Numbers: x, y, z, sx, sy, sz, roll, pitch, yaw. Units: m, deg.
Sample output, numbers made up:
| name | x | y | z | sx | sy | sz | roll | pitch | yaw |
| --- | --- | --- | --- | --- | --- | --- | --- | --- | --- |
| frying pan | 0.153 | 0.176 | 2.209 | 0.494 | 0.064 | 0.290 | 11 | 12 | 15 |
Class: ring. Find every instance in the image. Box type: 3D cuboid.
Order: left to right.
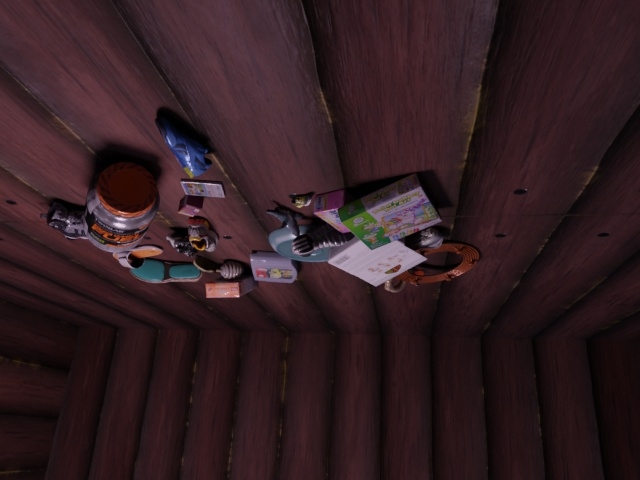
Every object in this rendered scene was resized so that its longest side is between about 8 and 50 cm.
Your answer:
| name | x | y | z | sx | sy | sz | roll | pitch | yaw |
| --- | --- | --- | --- | --- | --- | --- | --- | --- | --- |
| ring | 0.447 | 0.100 | 1.953 | 0.336 | 0.032 | 0.337 | -4 | 151 | -2 |

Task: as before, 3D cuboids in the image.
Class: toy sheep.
| name | x | y | z | sx | sy | sz | roll | pitch | yaw |
| --- | --- | --- | --- | --- | --- | --- | --- | --- | --- |
| toy sheep | -0.389 | 0.130 | 2.175 | 0.132 | 0.091 | 0.091 | -5 | 166 | -34 |

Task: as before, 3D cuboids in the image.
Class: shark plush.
| name | x | y | z | sx | sy | sz | roll | pitch | yaw |
| --- | --- | --- | --- | --- | --- | --- | --- | --- | --- |
| shark plush | -0.112 | -0.068 | 1.647 | 0.073 | 0.067 | 0.161 | -5 | 157 | 22 |

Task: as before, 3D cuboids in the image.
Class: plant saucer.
| name | x | y | z | sx | sy | sz | roll | pitch | yaw |
| --- | --- | --- | --- | --- | --- | --- | --- | --- | --- |
| plant saucer | -0.042 | 0.022 | 1.904 | 0.317 | 0.044 | 0.318 | 4 | 159 | 1 |

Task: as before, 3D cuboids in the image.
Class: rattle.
| name | x | y | z | sx | sy | sz | roll | pitch | yaw |
| --- | --- | --- | --- | --- | --- | --- | --- | --- | --- |
| rattle | 0.317 | 0.145 | 2.130 | 0.199 | 0.130 | 0.142 | -14 | -175 | -39 |

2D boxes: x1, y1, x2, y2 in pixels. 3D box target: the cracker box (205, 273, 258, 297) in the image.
| name | x | y | z | sx | sy | sz | roll | pitch | yaw |
| --- | --- | --- | --- | --- | --- | --- | --- | --- | --- |
| cracker box | -0.390 | 0.198 | 2.247 | 0.155 | 0.067 | 0.232 | -2 | -174 | 14 |

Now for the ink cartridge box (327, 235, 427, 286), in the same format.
| name | x | y | z | sx | sy | sz | roll | pitch | yaw |
| --- | --- | --- | --- | --- | --- | --- | --- | --- | --- |
| ink cartridge box | 0.200 | 0.049 | 1.791 | 0.238 | 0.060 | 0.275 | 27 | 140 | -27 |

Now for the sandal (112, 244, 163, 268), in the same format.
| name | x | y | z | sx | sy | sz | roll | pitch | yaw |
| --- | --- | --- | --- | --- | --- | --- | --- | --- | --- |
| sandal | -0.772 | 0.074 | 2.102 | 0.265 | 0.076 | 0.102 | -10 | 155 | 31 |

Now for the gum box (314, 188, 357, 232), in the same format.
| name | x | y | z | sx | sy | sz | roll | pitch | yaw |
| --- | --- | --- | --- | --- | --- | --- | --- | --- | --- |
| gum box | 0.076 | -0.086 | 1.577 | 0.107 | 0.062 | 0.188 | -11 | 155 | 31 |

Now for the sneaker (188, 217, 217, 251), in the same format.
| name | x | y | z | sx | sy | sz | roll | pitch | yaw |
| --- | --- | --- | --- | --- | --- | --- | --- | --- | --- |
| sneaker | -0.436 | -0.001 | 1.834 | 0.087 | 0.093 | 0.225 | 0 | 160 | 6 |

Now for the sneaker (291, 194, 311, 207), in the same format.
| name | x | y | z | sx | sy | sz | roll | pitch | yaw |
| --- | --- | --- | --- | --- | --- | --- | --- | --- | --- |
| sneaker | -0.059 | -0.122 | 1.549 | 0.035 | 0.031 | 0.083 | 19 | 154 | -33 |

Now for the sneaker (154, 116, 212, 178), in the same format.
| name | x | y | z | sx | sy | sz | roll | pitch | yaw |
| --- | --- | --- | --- | --- | --- | --- | --- | --- | --- |
| sneaker | -0.339 | -0.243 | 1.262 | 0.082 | 0.069 | 0.209 | -30 | 147 | -4 |

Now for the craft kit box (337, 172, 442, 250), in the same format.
| name | x | y | z | sx | sy | sz | roll | pitch | yaw |
| --- | --- | --- | --- | --- | --- | --- | --- | --- | --- |
| craft kit box | 0.213 | -0.077 | 1.503 | 0.249 | 0.061 | 0.246 | -24 | 147 | 18 |

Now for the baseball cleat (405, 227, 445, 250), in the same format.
| name | x | y | z | sx | sy | sz | roll | pitch | yaw |
| --- | --- | --- | --- | --- | --- | --- | --- | --- | --- |
| baseball cleat | 0.349 | 0.016 | 1.785 | 0.109 | 0.072 | 0.205 | 19 | 154 | -34 |

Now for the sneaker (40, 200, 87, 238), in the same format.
| name | x | y | z | sx | sy | sz | roll | pitch | yaw |
| --- | --- | --- | --- | --- | --- | --- | --- | --- | --- |
| sneaker | -0.820 | -0.068 | 1.708 | 0.268 | 0.102 | 0.153 | -3 | 161 | 23 |

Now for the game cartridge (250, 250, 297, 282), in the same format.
| name | x | y | z | sx | sy | sz | roll | pitch | yaw |
| --- | --- | --- | --- | --- | --- | --- | --- | --- | --- |
| game cartridge | -0.194 | 0.119 | 2.165 | 0.195 | 0.060 | 0.294 | 0 | 159 | -3 |

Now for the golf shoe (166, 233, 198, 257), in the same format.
| name | x | y | z | sx | sy | sz | roll | pitch | yaw |
| --- | --- | --- | --- | --- | --- | --- | --- | --- | --- |
| golf shoe | -0.519 | 0.008 | 1.924 | 0.093 | 0.077 | 0.198 | 33 | 174 | 10 |

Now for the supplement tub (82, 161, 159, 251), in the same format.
| name | x | y | z | sx | sy | sz | roll | pitch | yaw |
| --- | --- | --- | --- | --- | --- | --- | --- | --- | --- |
| supplement tub | -0.585 | -0.096 | 1.479 | 0.193 | 0.194 | 0.316 | 13 | 156 | -23 |

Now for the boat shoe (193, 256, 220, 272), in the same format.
| name | x | y | z | sx | sy | sz | roll | pitch | yaw |
| --- | --- | --- | --- | --- | --- | --- | --- | --- | --- |
| boat shoe | -0.502 | 0.111 | 2.187 | 0.048 | 0.056 | 0.153 | -14 | 161 | 27 |

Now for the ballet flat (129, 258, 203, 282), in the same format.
| name | x | y | z | sx | sy | sz | roll | pitch | yaw |
| --- | --- | --- | --- | --- | --- | --- | --- | --- | --- |
| ballet flat | -0.681 | 0.146 | 2.243 | 0.315 | 0.108 | 0.106 | 7 | 166 | -5 |

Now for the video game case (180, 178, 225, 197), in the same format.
| name | x | y | z | sx | sy | sz | roll | pitch | yaw |
| --- | --- | --- | --- | --- | --- | --- | --- | --- | --- |
| video game case | -0.356 | -0.158 | 1.533 | 0.121 | 0.011 | 0.087 | 4 | 159 | -2 |

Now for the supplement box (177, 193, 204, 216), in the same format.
| name | x | y | z | sx | sy | sz | roll | pitch | yaw |
| --- | --- | --- | --- | --- | --- | --- | --- | --- | --- |
| supplement box | -0.416 | -0.113 | 1.613 | 0.054 | 0.043 | 0.083 | 17 | 156 | -31 |

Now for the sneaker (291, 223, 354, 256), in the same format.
| name | x | y | z | sx | sy | sz | roll | pitch | yaw |
| --- | --- | --- | --- | --- | --- | --- | --- | --- | --- |
| sneaker | 0.000 | 0.000 | 1.743 | 0.228 | 0.086 | 0.132 | -14 | 169 | -16 |
